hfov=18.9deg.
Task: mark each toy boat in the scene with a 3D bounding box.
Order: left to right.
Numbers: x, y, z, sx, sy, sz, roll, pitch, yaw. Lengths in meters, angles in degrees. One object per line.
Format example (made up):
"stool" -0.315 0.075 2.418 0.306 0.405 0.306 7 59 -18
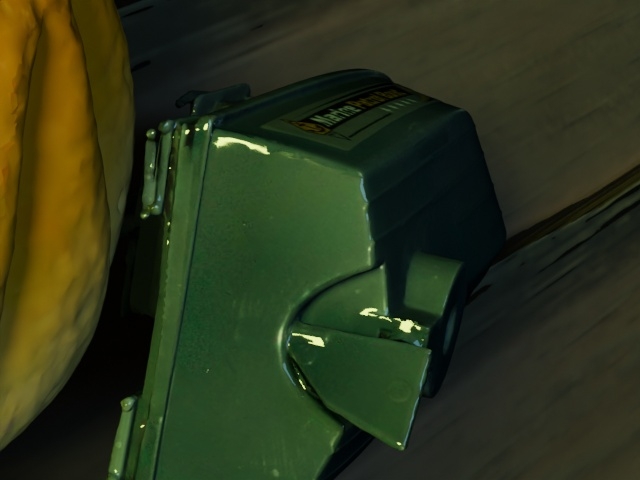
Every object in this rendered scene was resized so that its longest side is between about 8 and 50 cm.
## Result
"toy boat" -0.004 0.000 0.649 0.296 0.122 0.114 -40 142 -76

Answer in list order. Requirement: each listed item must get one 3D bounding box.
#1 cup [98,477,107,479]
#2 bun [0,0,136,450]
"cup" -0.115 0.147 0.504 0.258 0.186 0.234 43 37 3
"bun" -0.143 -0.075 0.453 0.299 0.165 0.299 44 32 -37
